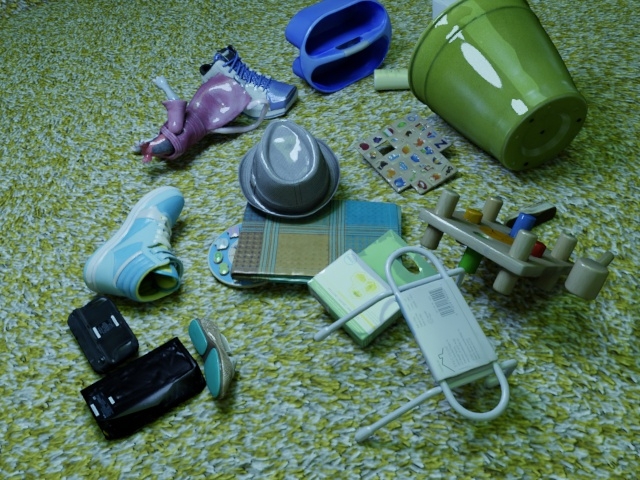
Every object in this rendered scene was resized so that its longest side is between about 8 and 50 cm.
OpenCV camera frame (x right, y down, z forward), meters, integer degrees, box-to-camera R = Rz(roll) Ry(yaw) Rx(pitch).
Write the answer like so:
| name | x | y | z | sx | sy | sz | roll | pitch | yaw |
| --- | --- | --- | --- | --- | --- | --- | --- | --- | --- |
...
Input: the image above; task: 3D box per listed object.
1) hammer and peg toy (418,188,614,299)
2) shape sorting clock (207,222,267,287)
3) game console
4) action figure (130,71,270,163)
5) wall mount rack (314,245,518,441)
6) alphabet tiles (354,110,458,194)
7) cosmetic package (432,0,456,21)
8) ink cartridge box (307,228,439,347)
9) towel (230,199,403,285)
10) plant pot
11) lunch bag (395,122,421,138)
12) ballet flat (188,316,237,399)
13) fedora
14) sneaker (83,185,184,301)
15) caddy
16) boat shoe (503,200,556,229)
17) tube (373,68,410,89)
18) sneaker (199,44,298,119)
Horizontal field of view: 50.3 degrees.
| name | x | y | z | sx | sy | sz | roll | pitch | yaw |
| --- | --- | --- | --- | --- | --- | --- | --- | --- | --- |
| hammer and peg toy | 0.397 | 0.028 | 1.338 | 0.361 | 0.127 | 0.266 | 34 | 21 | 37 |
| shape sorting clock | -0.158 | 0.026 | 1.564 | 0.206 | 0.040 | 0.206 | -5 | 42 | 5 |
| game console | -0.401 | 0.228 | 1.387 | 0.213 | 0.044 | 0.361 | -28 | 46 | -22 |
| action figure | -0.361 | -0.305 | 1.892 | 0.276 | 0.248 | 0.370 | 35 | 52 | 5 |
| wall mount rack | 0.169 | 0.195 | 1.229 | 0.304 | 0.130 | 0.350 | -17 | 60 | -14 |
| alphabet tiles | 0.232 | -0.219 | 1.744 | 0.198 | 0.009 | 0.237 | -31 | 57 | -12 |
| cosmetic package | 0.448 | -0.662 | 2.100 | 0.151 | 0.183 | 0.151 | -27 | 46 | -18 |
| ink cartridge box | 0.116 | 0.083 | 1.393 | 0.235 | 0.056 | 0.171 | -38 | 65 | -16 |
| towel | 0.000 | 0.000 | 1.539 | 0.370 | 0.040 | 0.271 | 2 | 43 | 4 |
| plant pot | 0.462 | -0.373 | 1.696 | 0.367 | 0.366 | 0.353 | -20 | 55 | -12 |
| lunch bag | 0.238 | -0.291 | 1.832 | 0.083 | 0.053 | 0.071 | 29 | 56 | 23 |
| ballet flat | -0.200 | 0.226 | 1.336 | 0.067 | 0.073 | 0.206 | 11 | 32 | -34 |
| fedora | -0.076 | -0.186 | 1.582 | 0.244 | 0.124 | 0.275 | -7 | 56 | -2 |
| sneaker | -0.362 | 0.016 | 1.553 | 0.208 | 0.127 | 0.319 | 16 | 58 | 28 |
| caddy | 0.061 | -0.595 | 2.058 | 0.341 | 0.241 | 0.179 | -31 | 40 | -21 |
| boat shoe | 0.467 | -0.056 | 1.542 | 0.135 | 0.050 | 0.045 | -14 | 38 | -20 |
| tube | 0.279 | -0.485 | 2.033 | 0.240 | 0.062 | 0.070 | -1 | 83 | 2 |
| sneaker | -0.237 | -0.473 | 2.017 | 0.316 | 0.182 | 0.127 | 10 | 47 | 20 |
